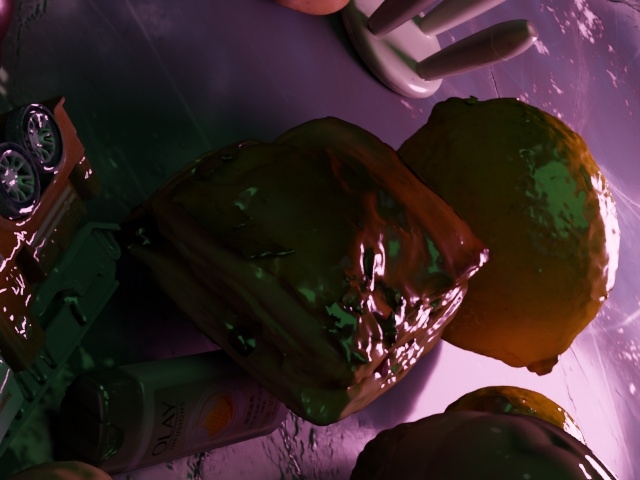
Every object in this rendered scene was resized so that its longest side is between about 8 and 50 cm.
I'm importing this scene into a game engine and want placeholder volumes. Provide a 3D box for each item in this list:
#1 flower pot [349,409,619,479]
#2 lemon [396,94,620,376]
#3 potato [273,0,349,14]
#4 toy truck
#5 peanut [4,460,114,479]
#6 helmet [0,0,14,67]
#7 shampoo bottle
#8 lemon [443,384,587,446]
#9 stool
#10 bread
[{"bbox_3d":[0.092,0.293,0.926,0.244,0.307,0.307,-8,71,-36],"label":"flower pot"},{"bbox_3d":[0.200,-0.008,1.293,0.268,0.268,0.322,-24,102,-55],"label":"lemon"},{"bbox_3d":[-0.021,-0.326,1.383,0.147,0.112,0.112,22,49,-52],"label":"potato"},{"bbox_3d":[-0.250,0.057,0.794,0.184,0.133,0.338,62,27,-30],"label":"toy truck"},{"bbox_3d":[-0.182,0.287,0.710,0.149,0.149,0.313,25,52,-40],"label":"peanut"},{"bbox_3d":[-0.306,-0.204,0.937,0.175,0.106,0.155,41,39,-32],"label":"helmet"},{"bbox_3d":[-0.112,0.136,0.952,0.227,0.056,0.086,-2,111,-52],"label":"shampoo bottle"},{"bbox_3d":[0.180,0.237,1.148,0.180,0.193,0.180,18,43,-18],"label":"lemon"},{"bbox_3d":[0.158,-0.313,1.514,0.195,0.199,0.195,39,39,-30],"label":"stool"},{"bbox_3d":[0.000,0.000,1.040,0.277,0.167,0.324,39,23,18],"label":"bread"}]
